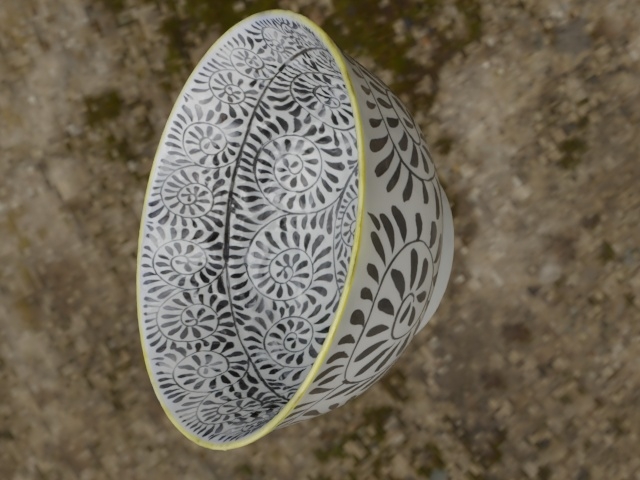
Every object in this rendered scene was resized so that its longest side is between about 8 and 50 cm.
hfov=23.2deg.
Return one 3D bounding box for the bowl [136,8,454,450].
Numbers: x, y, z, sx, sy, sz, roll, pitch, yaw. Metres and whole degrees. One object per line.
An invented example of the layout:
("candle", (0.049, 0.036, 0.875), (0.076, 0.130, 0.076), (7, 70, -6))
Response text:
("bowl", (0.000, 0.000, 0.615), (0.170, 0.080, 0.170), (-20, 66, 55))
